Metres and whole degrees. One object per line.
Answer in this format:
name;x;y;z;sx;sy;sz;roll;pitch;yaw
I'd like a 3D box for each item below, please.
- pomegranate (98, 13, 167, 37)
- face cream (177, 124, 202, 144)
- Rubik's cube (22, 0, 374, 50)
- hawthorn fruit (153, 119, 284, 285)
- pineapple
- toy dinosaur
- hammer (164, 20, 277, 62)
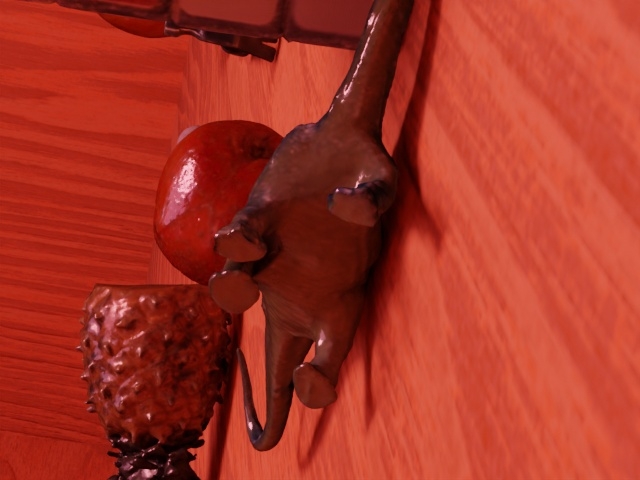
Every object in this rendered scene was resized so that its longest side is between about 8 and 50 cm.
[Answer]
pomegranate;-0.219;-0.417;1.676;0.270;0.252;0.229;-5;85;36
face cream;-0.144;-0.107;1.495;0.243;0.058;0.092;-136;61;-70
Rubik's cube;-0.070;-0.274;0.668;0.259;0.256;0.254;-101;20;-64
hawthorn fruit;-0.067;-0.028;0.858;0.128;0.128;0.128;-171;90;-79
pineapple;-0.154;0.178;1.127;0.158;0.157;0.279;173;94;-79
toy dinosaur;-0.002;0.002;0.596;0.147;0.076;0.363;-61;-10;-58
hammer;-0.100;-0.221;1.264;0.288;0.111;0.033;-98;21;-82
